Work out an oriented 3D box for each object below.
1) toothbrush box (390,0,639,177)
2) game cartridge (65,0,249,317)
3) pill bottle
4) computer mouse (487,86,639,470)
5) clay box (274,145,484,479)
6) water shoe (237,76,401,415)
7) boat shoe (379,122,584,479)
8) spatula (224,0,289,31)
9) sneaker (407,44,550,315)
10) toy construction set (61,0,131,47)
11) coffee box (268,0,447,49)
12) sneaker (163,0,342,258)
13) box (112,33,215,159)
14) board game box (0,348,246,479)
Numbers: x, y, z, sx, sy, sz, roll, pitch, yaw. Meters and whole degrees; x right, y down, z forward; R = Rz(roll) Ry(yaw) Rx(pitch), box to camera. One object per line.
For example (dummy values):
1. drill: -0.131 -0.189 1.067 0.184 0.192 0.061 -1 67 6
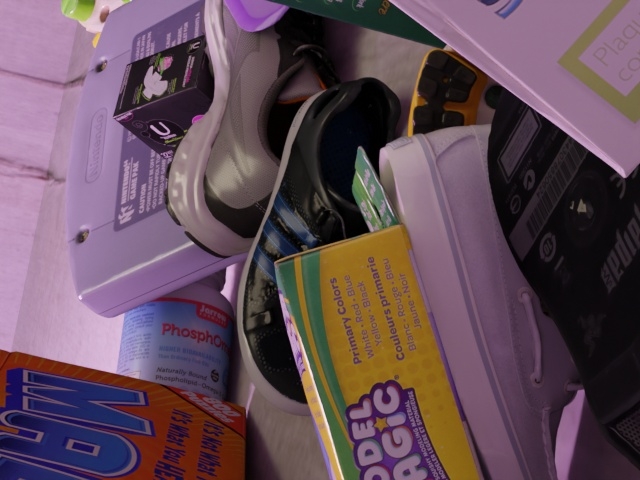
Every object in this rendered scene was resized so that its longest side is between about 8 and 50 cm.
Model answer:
1. toothbrush box: 0.092 -0.184 0.579 0.206 0.122 0.283 -49 23 15
2. game cartridge: -0.112 -0.088 1.318 0.198 0.062 0.297 -26 46 33
3. pill bottle: -0.112 0.087 1.303 0.087 0.087 0.160 130 148 -61
4. computer mouse: 0.114 0.049 0.580 0.262 0.060 0.184 -112 37 -49
5. clay box: 0.029 0.083 0.633 0.127 0.053 0.222 94 158 -83
6. water shoe: 0.000 0.000 0.989 0.080 0.073 0.203 153 127 -68
7. boat shoe: 0.076 0.042 0.673 0.066 0.063 0.184 108 145 -81
8. spatula: 0.022 -0.263 1.093 0.296 0.030 0.084 -58 36 26
9. sneaker: 0.069 0.012 0.747 0.093 0.088 0.225 -38 -38 -83
10. toy construction set: -0.173 -0.120 1.557 0.215 0.151 0.328 27 115 49
11. coffee box: 0.005 -0.170 0.886 0.113 0.184 0.040 118 161 -50
12. sneaker: -0.025 -0.115 1.164 0.108 0.100 0.272 -23 47 39
13. box: -0.098 -0.104 1.228 0.083 0.062 0.052 -15 51 36
14. board game box: -0.260 0.278 1.070 0.356 0.356 0.356 -99 23 -80
